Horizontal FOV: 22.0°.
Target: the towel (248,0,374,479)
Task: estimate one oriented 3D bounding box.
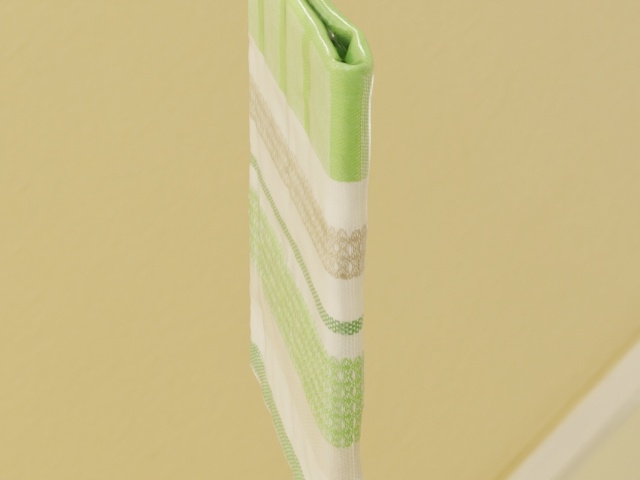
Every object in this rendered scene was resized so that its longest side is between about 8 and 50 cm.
[{"bbox_3d":[0.000,0.000,0.468,0.113,0.023,0.152,-117,24,-58],"label":"towel"}]
